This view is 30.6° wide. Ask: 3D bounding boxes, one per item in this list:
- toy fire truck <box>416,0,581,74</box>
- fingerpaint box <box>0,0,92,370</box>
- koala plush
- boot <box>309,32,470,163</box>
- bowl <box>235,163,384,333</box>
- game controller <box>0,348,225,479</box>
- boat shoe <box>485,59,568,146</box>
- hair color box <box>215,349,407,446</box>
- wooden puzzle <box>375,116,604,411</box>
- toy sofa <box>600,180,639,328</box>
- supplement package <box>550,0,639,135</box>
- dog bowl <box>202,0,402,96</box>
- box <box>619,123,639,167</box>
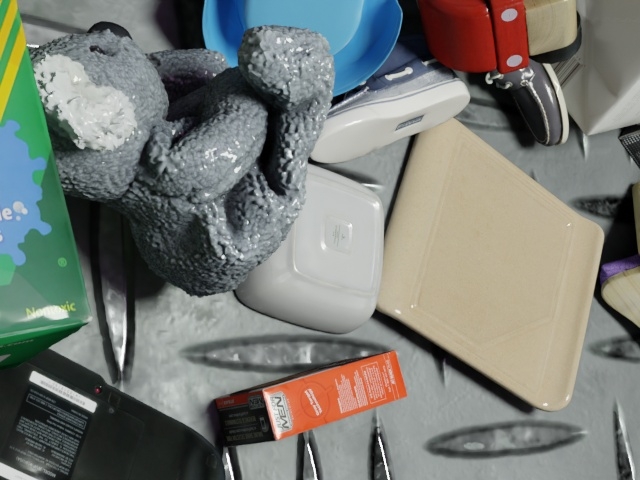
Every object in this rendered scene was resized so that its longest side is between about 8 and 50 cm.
[{"bbox_3d":[0.099,-0.261,1.089,0.158,0.246,0.217,70,7,-53],"label":"toy fire truck"},{"bbox_3d":[-0.386,-0.081,0.613,0.444,0.163,0.371,-9,79,-34],"label":"fingerpaint box"},{"bbox_3d":[-0.135,-0.074,0.837,0.221,0.196,0.203,16,81,-38],"label":"koala plush"},{"bbox_3d":[0.045,-0.134,1.082,0.190,0.069,0.086,-20,68,-36],"label":"boot"},{"bbox_3d":[0.000,0.000,1.006,0.142,0.053,0.142,19,65,-34],"label":"bowl"},{"bbox_3d":[-0.202,0.156,0.808,0.319,0.067,0.166,34,45,-27],"label":"game controller"},{"bbox_3d":[0.187,-0.183,1.205,0.065,0.075,0.206,-27,94,-15],"label":"boat shoe"},{"bbox_3d":[-0.006,0.128,0.952,0.141,0.072,0.043,-12,86,-40],"label":"hair color box"},{"bbox_3d":[0.164,0.024,1.139,0.238,0.044,0.221,31,60,-23],"label":"wooden puzzle"},{"bbox_3d":[0.470,0.091,1.309,0.362,0.177,0.150,49,29,-16],"label":"toy sofa"},{"bbox_3d":[0.374,-0.249,1.240,0.293,0.175,0.178,-15,63,-36],"label":"supplement package"},{"bbox_3d":[-0.009,-0.253,0.941,0.165,0.297,0.074,1,42,-11],"label":"dog bowl"},{"bbox_3d":[0.492,-0.095,1.415,0.270,0.060,0.216,49,54,-17],"label":"box"}]
